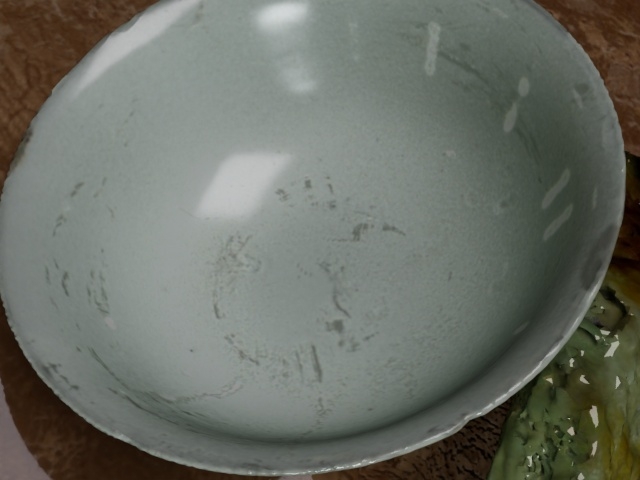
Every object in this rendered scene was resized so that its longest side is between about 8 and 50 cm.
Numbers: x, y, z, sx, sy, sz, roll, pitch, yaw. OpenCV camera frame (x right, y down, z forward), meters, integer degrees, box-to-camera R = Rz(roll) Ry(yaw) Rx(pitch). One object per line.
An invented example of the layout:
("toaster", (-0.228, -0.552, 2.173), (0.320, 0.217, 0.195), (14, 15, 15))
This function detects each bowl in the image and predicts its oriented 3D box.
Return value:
("bowl", (0.000, 0.000, 0.707), (0.434, 0.196, 0.435), (-6, 55, 9))

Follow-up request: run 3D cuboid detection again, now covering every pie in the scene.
("pie", (0.269, 0.137, 0.758), (0.395, 0.180, 0.418), (51, 59, -36))
